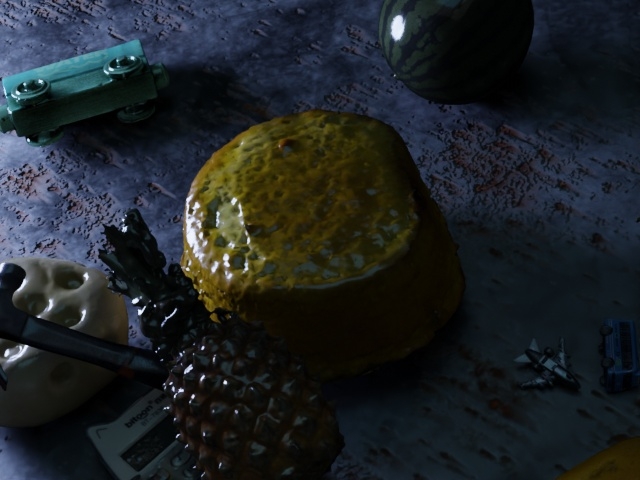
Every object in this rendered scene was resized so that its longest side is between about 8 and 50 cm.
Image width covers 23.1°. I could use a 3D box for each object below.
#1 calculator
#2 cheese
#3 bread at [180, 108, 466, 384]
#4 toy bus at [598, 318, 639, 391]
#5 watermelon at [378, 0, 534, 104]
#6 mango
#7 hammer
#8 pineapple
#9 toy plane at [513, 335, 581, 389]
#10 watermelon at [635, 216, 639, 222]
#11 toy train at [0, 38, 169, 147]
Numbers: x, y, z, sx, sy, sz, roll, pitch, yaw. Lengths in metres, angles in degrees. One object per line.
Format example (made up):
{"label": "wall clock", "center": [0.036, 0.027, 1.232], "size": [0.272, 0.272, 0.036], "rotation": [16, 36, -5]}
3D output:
{"label": "calculator", "center": [-0.129, 0.250, 1.763], "size": [0.177, 0.040, 0.268], "rotation": [-39, 53, -24]}
{"label": "cheese", "center": [-0.344, 0.116, 1.878], "size": [0.235, 0.117, 0.218], "rotation": [-20, 45, -7]}
{"label": "bread", "center": [-0.002, -0.002, 1.871], "size": [0.336, 0.204, 0.358], "rotation": [-12, 44, -8]}
{"label": "toy bus", "center": [0.341, 0.131, 1.790], "size": [0.046, 0.038, 0.083], "rotation": [0, 47, 6]}
{"label": "watermelon", "center": [0.181, -0.284, 2.101], "size": [0.212, 0.212, 0.212], "rotation": [-5, 46, 6]}
{"label": "mango", "center": [0.320, 0.275, 1.614], "size": [0.219, 0.112, 0.145], "rotation": [-15, 45, 13]}
{"label": "hammer", "center": [-0.247, 0.133, 1.772], "size": [0.289, 0.037, 0.137], "rotation": [20, 64, -5]}
{"label": "pineapple", "center": [-0.120, 0.120, 1.696], "size": [0.175, 0.175, 0.361], "rotation": [-30, 75, -18]}
{"label": "toy plane", "center": [0.264, 0.146, 1.796], "size": [0.083, 0.031, 0.078], "rotation": [34, 76, 37]}
{"label": "watermelon", "center": [0.438, 0.013, 1.814], "size": [0.140, 0.141, 0.187], "rotation": [-11, 42, 0]}
{"label": "toy train", "center": [-0.341, -0.216, 2.217], "size": [0.248, 0.101, 0.159], "rotation": [-17, 33, -7]}
